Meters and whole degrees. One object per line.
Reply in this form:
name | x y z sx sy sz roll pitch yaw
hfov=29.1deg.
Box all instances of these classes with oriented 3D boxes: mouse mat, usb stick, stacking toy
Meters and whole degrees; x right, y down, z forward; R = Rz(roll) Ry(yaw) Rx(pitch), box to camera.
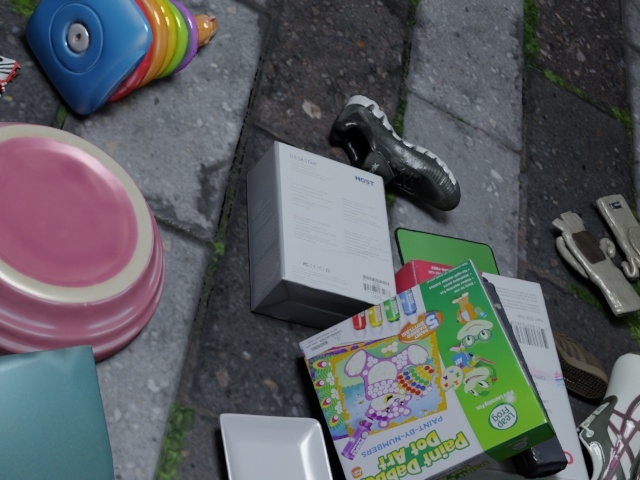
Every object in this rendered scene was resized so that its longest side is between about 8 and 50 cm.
mouse mat | 0.200 0.056 1.843 0.190 0.007 0.152 9 52 -30
usb stick | 0.234 0.170 1.559 0.077 0.045 0.278 0 58 -34
stacking toy | -0.236 -0.282 1.698 0.165 0.175 0.302 54 30 11

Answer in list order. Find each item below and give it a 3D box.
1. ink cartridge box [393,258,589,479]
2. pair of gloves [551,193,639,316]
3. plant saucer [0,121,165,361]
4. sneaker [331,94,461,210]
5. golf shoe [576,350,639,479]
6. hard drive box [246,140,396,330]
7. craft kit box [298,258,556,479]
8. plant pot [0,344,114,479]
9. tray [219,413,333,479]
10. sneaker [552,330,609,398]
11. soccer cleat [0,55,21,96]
ink cartridge box | 0.205 0.196 1.644 0.226 0.131 0.306 13 53 -28
pair of gloves | 0.493 0.026 2.062 0.240 0.042 0.204 -19 67 -46
plant saucer | -0.326 -0.014 1.445 0.332 0.084 0.332 20 48 -23
sneaker | 0.105 -0.115 1.858 0.234 0.078 0.106 43 45 4
golf shoe | 0.414 0.269 1.742 0.120 0.105 0.272 21 59 -11
hard drive box | 0.000 0.000 1.675 0.181 0.089 0.232 17 49 -26
craft kit box | 0.123 0.180 1.507 0.061 0.250 0.246 51 14 -56
plant pot | -0.299 0.248 1.207 0.165 0.166 0.234 -5 68 -39
tray | -0.040 0.331 1.428 0.145 0.030 0.270 8 53 -32
sneaker | 0.348 0.169 1.837 0.188 0.066 0.071 35 26 -17
soccer cleat | -0.415 -0.209 1.574 0.036 0.029 0.083 28 41 -4
